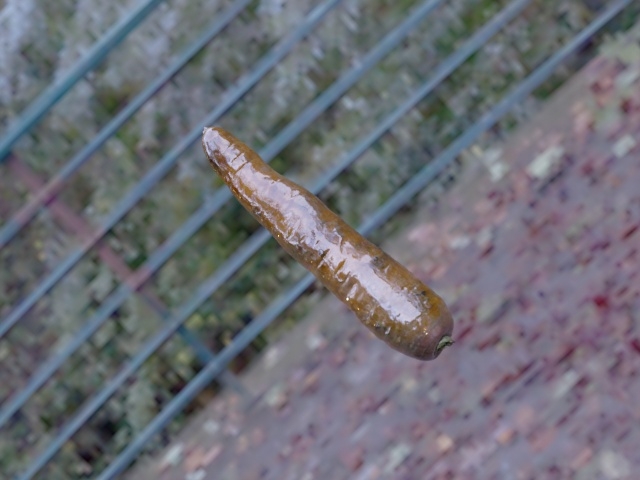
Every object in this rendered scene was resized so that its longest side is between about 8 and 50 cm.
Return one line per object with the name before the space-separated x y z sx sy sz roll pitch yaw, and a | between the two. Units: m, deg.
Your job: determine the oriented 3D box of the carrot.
carrot | 0.000 0.000 0.879 0.035 0.165 0.036 -46 -12 -13
